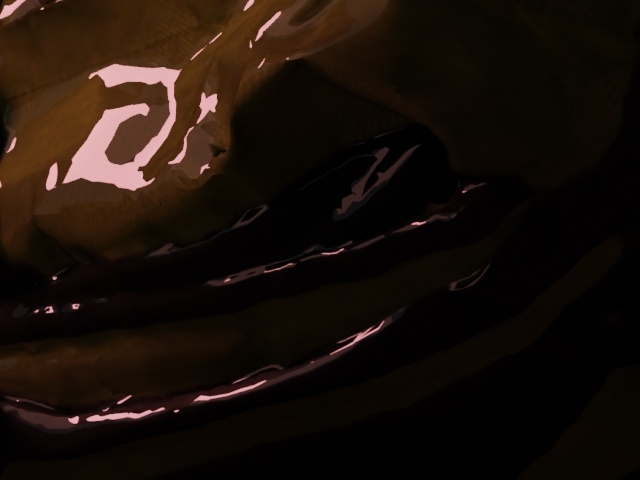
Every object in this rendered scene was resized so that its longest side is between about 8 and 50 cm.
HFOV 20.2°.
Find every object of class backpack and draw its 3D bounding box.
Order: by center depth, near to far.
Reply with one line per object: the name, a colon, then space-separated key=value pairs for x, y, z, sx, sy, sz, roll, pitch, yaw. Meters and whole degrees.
backpack: x=0.000 y=0.000 z=0.418 sx=0.253 sy=0.207 sz=0.140 roll=-20 pitch=63 yaw=43
